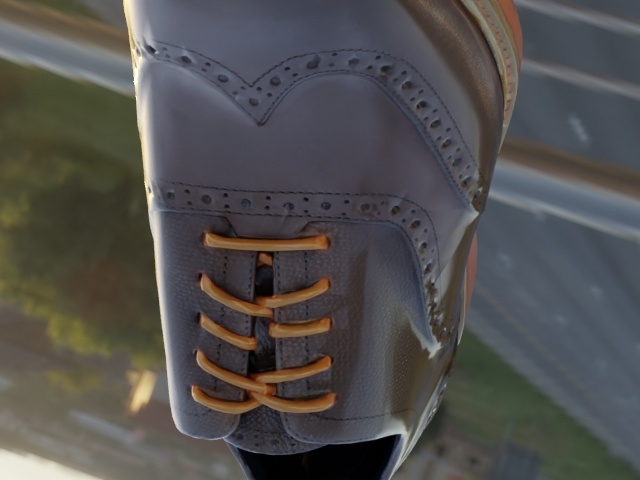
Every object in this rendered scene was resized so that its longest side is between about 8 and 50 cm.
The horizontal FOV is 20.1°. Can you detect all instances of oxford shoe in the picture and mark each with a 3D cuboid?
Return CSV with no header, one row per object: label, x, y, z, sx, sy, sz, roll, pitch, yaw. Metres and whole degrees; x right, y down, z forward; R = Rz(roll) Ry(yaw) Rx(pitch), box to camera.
oxford shoe,0.000,0.000,0.630,0.130,0.133,0.364,6,152,13
